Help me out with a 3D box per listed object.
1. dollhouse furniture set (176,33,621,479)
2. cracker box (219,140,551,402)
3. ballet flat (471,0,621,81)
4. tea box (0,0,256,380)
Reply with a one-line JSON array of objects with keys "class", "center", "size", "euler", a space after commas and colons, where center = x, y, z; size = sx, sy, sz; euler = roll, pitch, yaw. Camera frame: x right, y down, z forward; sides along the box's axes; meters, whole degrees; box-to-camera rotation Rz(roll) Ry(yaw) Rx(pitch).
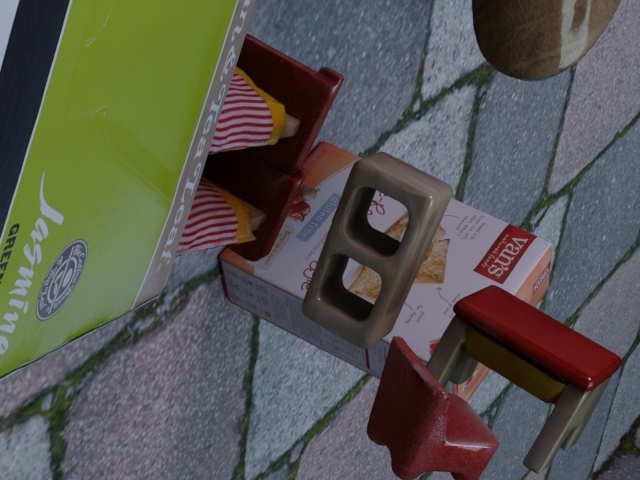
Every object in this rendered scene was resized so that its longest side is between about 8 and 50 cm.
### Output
[{"class": "dollhouse furniture set", "center": [0.000, 0.000, 0.911], "size": [0.201, 0.374, 0.152], "euler": [-21, 136, -59]}, {"class": "cracker box", "center": [0.055, 0.026, 1.215], "size": [0.156, 0.232, 0.067], "euler": [-50, 153, -30]}, {"class": "ballet flat", "center": [0.196, -0.276, 1.025], "size": [0.342, 0.116, 0.124], "euler": [-61, 165, -20]}, {"class": "tea box", "center": [-0.167, -0.130, 0.563], "size": [0.329, 0.220, 0.323], "euler": [-71, 166, 15]}]
